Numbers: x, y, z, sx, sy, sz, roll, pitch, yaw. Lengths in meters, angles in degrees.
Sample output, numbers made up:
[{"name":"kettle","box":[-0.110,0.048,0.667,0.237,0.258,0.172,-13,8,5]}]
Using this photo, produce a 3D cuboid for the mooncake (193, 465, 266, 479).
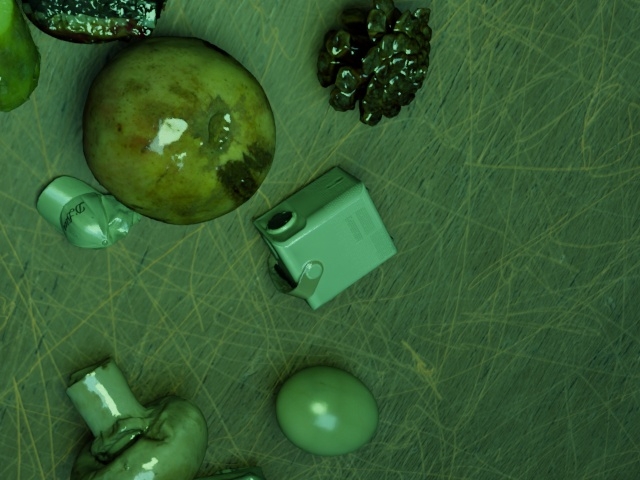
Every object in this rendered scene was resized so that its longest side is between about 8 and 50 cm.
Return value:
[{"name":"mooncake","box":[-0.226,0.624,1.810,0.250,0.136,0.254,-7,116,-22]}]

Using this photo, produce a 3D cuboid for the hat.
[{"name":"hat","box":[-0.409,-0.048,1.469,0.166,0.081,0.122,40,93,-21]}]

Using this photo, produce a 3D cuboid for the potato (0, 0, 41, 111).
[{"name":"potato","box":[-0.518,-0.328,1.234,0.141,0.176,0.298,-45,130,-33]}]

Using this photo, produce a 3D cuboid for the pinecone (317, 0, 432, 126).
[{"name":"pinecone","box":[0.092,-0.316,1.466,0.202,0.201,0.229,4,115,-28]}]

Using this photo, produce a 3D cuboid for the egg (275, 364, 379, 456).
[{"name":"egg","box":[0.017,0.358,1.752,0.241,0.186,0.186,21,104,-30]}]

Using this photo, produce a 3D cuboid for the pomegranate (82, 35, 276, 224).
[{"name":"pomegranate","box":[-0.227,-0.177,1.359,0.322,0.322,0.322,-8,116,-18]}]

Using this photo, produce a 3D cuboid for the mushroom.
[{"name":"mushroom","box":[-0.373,0.373,1.576,0.292,0.292,0.290,-33,104,-4]}]

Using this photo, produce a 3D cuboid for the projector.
[{"name":"projector","box":[0.000,0.000,1.596,0.242,0.163,0.177,-35,120,-6]}]

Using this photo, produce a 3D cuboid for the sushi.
[{"name":"sushi","box":[-0.332,-0.399,1.252,0.227,0.215,0.212,-7,116,-19]}]
